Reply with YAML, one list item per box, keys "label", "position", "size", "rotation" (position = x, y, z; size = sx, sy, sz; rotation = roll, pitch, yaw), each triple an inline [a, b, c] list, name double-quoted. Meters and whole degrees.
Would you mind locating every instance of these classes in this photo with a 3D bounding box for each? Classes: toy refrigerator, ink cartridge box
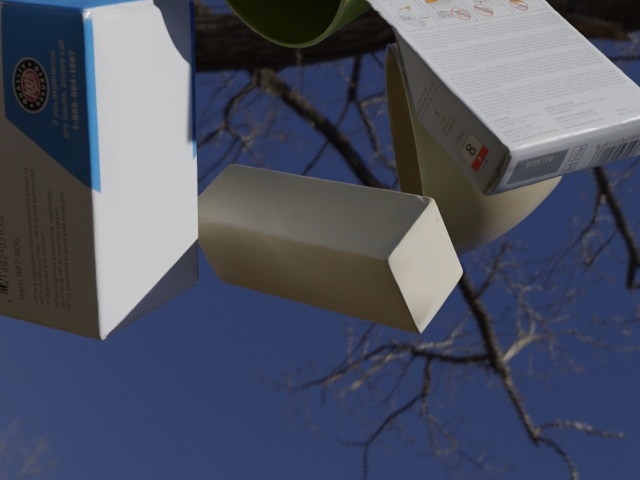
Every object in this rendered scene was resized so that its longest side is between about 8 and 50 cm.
- label: "toy refrigerator"
  position: [0.000, 0.000, 1.116]
  size: [0.269, 0.094, 0.102]
  rotation: [11, -39, 40]
- label: "ink cartridge box"
  position: [-0.322, -0.099, 1.063]
  size: [0.394, 0.166, 0.286]
  rotation: [11, -69, 25]
- label: "ink cartridge box"
  position: [0.110, -0.112, 0.727]
  size: [0.179, 0.145, 0.045]
  rotation: [50, -41, 32]

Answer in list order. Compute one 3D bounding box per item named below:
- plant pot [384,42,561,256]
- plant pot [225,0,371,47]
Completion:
- label: "plant pot"
  position: [0.199, -0.123, 1.422]
  size: [0.190, 0.284, 0.284]
  rotation: [-10, -56, -1]
- label: "plant pot"
  position: [0.049, -0.377, 1.142]
  size: [0.274, 0.293, 0.275]
  rotation: [38, -36, 35]
